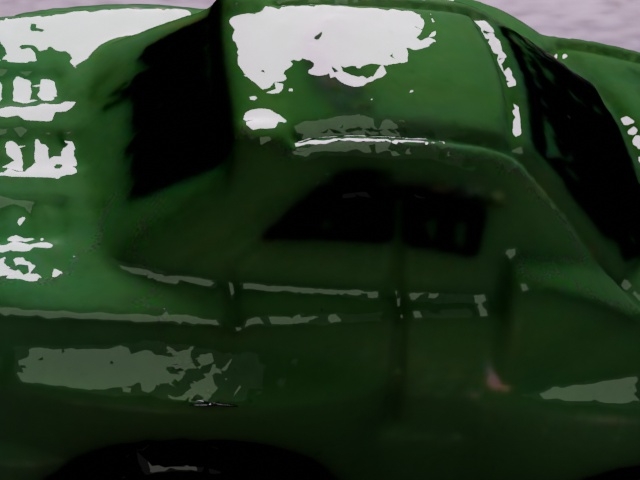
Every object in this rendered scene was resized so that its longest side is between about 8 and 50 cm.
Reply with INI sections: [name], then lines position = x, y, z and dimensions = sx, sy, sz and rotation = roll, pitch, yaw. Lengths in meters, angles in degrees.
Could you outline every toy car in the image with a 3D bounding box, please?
[toy car]
position = 0.000, 0.000, 0.631
dimensions = 0.358, 0.176, 0.213
rotation = 0, 44, -7
